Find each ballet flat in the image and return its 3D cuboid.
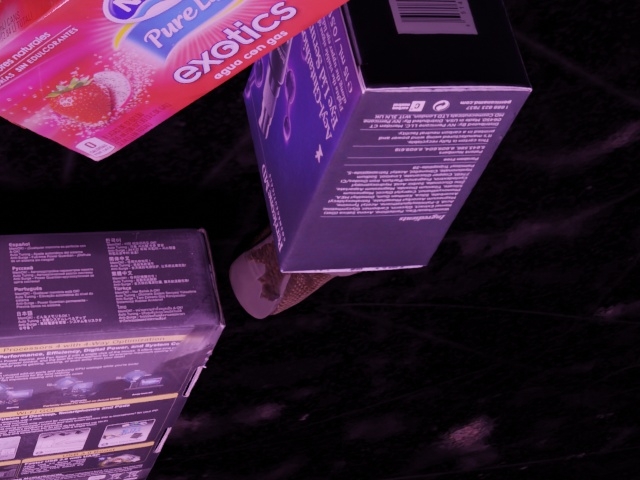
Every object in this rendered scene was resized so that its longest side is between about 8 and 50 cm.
[{"bbox_3d":[0.000,0.000,1.162,0.058,0.084,0.250,-27,173,-31],"label":"ballet flat"}]

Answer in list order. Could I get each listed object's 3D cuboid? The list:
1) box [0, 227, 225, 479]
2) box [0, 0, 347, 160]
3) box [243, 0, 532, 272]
[{"bbox_3d":[-0.301,0.112,1.154,0.395,0.097,0.318,-3,153,-20],"label":"box"},{"bbox_3d":[-0.079,-0.168,0.805,0.257,0.128,0.122,-29,147,26],"label":"box"},{"bbox_3d":[0.033,-0.094,0.956,0.108,0.153,0.207,-2,148,-19],"label":"box"}]
